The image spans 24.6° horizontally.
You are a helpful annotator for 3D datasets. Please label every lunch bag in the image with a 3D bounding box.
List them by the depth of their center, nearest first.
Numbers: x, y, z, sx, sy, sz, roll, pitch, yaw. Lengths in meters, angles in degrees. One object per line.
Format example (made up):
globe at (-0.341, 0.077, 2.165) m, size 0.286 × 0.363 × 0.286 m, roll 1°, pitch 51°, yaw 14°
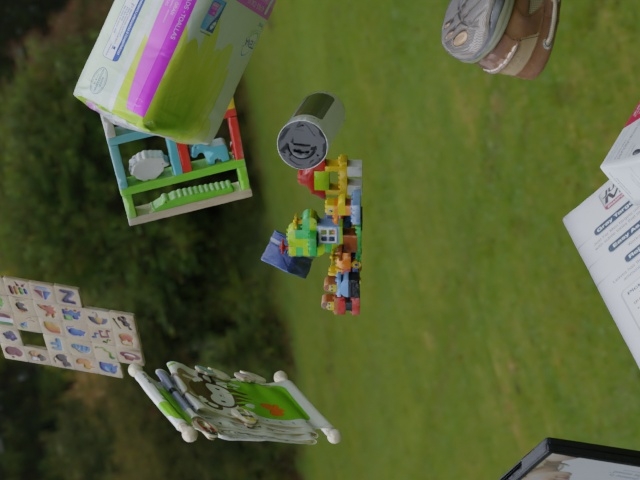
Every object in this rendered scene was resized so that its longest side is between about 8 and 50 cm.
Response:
lunch bag at (-0.051, 0.019, 2.460) m, size 0.065 × 0.067 × 0.098 m, roll -65°, pitch -23°, yaw 1°

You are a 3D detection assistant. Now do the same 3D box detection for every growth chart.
growth chart at (-0.092, 0.173, 1.572) m, size 0.172 × 0.237 × 0.021 m, roll 37°, pitch 110°, yaw 45°

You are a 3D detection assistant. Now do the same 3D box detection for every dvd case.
dvd case at (0.301, 0.309, 1.786) m, size 0.253 × 0.180 × 0.022 m, roll 123°, pitch 153°, yaw -54°

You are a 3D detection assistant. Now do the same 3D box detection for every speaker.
speaker at (-0.009, -0.120, 1.585) m, size 0.136 × 0.055 × 0.055 m, roll -63°, pitch -40°, yaw -68°

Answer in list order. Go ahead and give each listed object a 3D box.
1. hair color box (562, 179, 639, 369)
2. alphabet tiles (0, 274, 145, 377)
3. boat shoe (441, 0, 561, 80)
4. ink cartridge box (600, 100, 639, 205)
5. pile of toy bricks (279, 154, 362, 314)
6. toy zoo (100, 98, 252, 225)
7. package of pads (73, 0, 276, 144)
hair color box at (0.379, 0.034, 1.485) m, size 0.105 × 0.174 × 0.347 m, roll 41°, pitch -162°, yaw -24°
alphabet tiles at (-0.382, 0.131, 2.195) m, size 0.198 × 0.237 × 0.009 m, roll 86°, pitch -164°, yaw -47°
boat shoe at (0.225, -0.310, 1.614) m, size 0.123 × 0.116 × 0.324 m, roll -29°, pitch 38°, yaw 58°
ink cartridge box at (0.360, -0.099, 1.411) m, size 0.063 × 0.109 × 0.150 m, roll 44°, pitch 155°, yaw -20°
pile of toy bricks at (0.000, 0.000, 1.876) m, size 0.118 × 0.105 × 0.212 m, roll -85°, pitch -5°, yaw -48°
toy zoo at (-0.215, -0.166, 2.109) m, size 0.030 × 0.192 × 0.293 m, roll -112°, pitch 11°, yaw -52°
package of pads at (-0.147, -0.221, 1.612) m, size 0.229 × 0.101 × 0.296 m, roll -65°, pitch -9°, yaw 6°
